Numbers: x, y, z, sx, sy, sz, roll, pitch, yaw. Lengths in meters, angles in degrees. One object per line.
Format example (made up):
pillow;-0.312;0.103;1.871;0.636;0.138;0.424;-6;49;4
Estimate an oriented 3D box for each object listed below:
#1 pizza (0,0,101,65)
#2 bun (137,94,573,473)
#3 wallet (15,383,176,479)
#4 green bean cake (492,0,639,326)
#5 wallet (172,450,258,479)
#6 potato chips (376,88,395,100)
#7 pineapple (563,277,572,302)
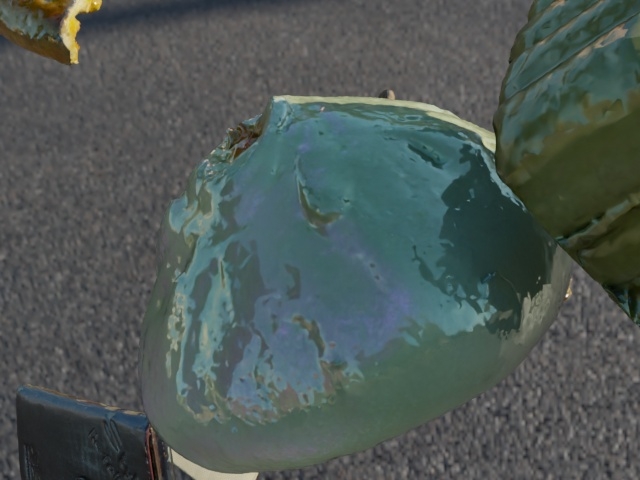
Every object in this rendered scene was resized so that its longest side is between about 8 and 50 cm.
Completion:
pizza;-0.170;-0.188;0.770;0.131;0.041;0.178;-42;55;-8
bun;0.000;0.000;0.719;0.293;0.187;0.293;-26;12;6
wallet;-0.213;0.205;1.087;0.232;0.121;0.031;3;11;45
green bean cake;0.214;-0.052;0.585;0.124;0.236;0.233;-35;18;42
wallet;-0.131;0.236;1.859;0.068;0.275;0.335;11;75;49
potato chips;0.006;-0.086;1.256;0.201;0.049;0.150;-47;20;-17
pineapple;0.181;0.011;1.170;0.074;0.159;0.074;-36;25;20
